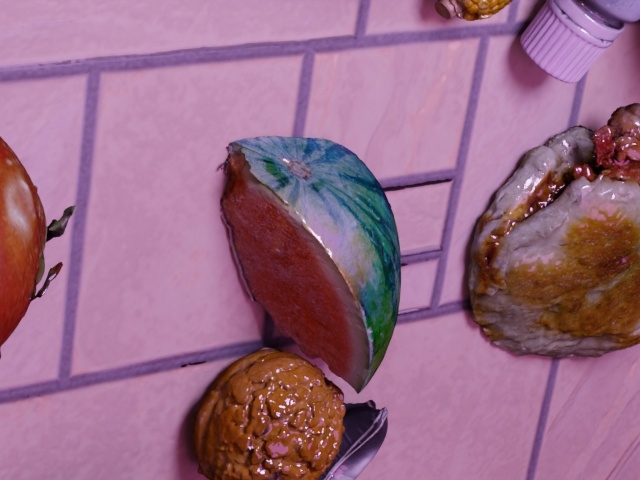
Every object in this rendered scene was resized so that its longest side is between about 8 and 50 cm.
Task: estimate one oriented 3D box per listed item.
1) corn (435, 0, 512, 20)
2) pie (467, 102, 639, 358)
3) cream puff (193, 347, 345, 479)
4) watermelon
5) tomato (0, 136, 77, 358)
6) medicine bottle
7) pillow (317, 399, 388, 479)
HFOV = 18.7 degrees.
[{"bbox_3d":[0.175,-0.259,1.635,0.207,0.068,0.068,-42,134,-11],"label":"corn"},{"bbox_3d":[0.259,0.012,1.851,0.257,0.105,0.274,-41,133,7],"label":"pie"},{"bbox_3d":[-0.040,0.164,1.678,0.126,0.103,0.144,0,115,-40],"label":"cream puff"},{"bbox_3d":[0.022,-0.005,1.644,0.146,0.128,0.231,-44,135,-35],"label":"watermelon"},{"bbox_3d":[-0.321,0.022,1.248,0.239,0.303,0.303,38,88,-14],"label":"tomato"},{"bbox_3d":[0.256,-0.229,1.675,0.083,0.083,0.203,13,124,-43],"label":"medicine bottle"},{"bbox_3d":[0.012,0.201,1.757,0.055,0.091,0.136,39,86,-34],"label":"pillow"}]
